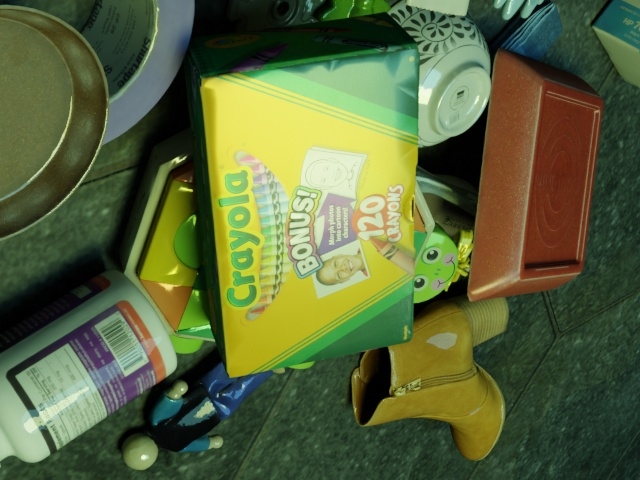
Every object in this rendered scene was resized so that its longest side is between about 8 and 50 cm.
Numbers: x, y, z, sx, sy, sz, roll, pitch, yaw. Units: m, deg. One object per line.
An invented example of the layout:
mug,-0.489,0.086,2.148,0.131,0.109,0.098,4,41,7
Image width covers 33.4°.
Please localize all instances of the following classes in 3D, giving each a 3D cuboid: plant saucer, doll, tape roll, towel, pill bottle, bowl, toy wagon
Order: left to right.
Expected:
plant saucer,-0.214,-0.073,0.672,0.168,0.029,0.168,-29,139,-29
tape roll,-0.185,-0.155,0.724,0.189,0.080,0.189,-27,138,-28
pill bottle,-0.227,0.116,0.890,0.194,0.108,0.108,-33,140,-22
doll,-0.123,0.174,1.104,0.189,0.046,0.129,-37,141,-19
toy wagon,0.000,0.000,0.975,0.345,0.068,0.267,11,117,-24
bowl,0.113,-0.152,1.044,0.170,0.080,0.170,-27,137,-28
towel,0.213,-0.203,1.149,0.119,0.029,0.067,-47,145,-5
plant saucer,0.246,-0.064,1.164,0.258,0.048,0.258,-1,99,-58

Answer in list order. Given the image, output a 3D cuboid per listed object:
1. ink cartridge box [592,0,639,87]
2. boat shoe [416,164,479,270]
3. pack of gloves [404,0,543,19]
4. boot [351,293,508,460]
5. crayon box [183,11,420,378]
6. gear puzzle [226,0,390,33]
ink cartridge box,0.426,-0.282,1.265,0.190,0.082,0.140,-52,144,4
boat shoe,0.100,-0.017,1.126,0.320,0.103,0.118,9,113,-50
pack of gloves,0.169,-0.326,1.001,0.195,0.046,0.232,-1,115,-40
boot,0.133,0.200,1.369,0.211,0.104,0.295,-20,129,-28
crayon box,-0.013,-0.032,0.858,0.166,0.081,0.278,-10,124,-12
gear puzzle,0.009,-0.222,0.901,0.176,0.044,0.338,-11,129,-41
